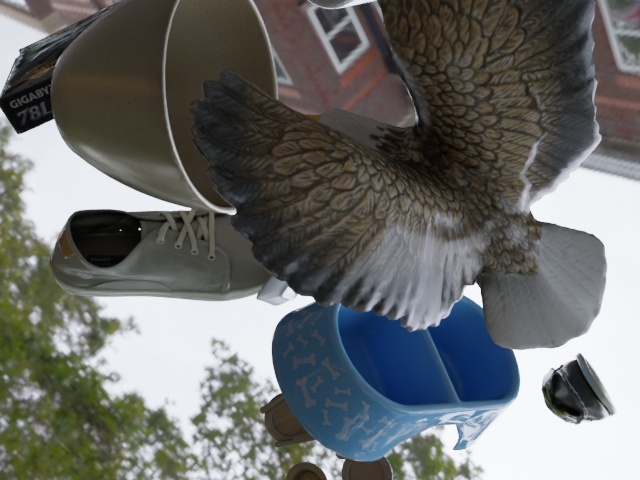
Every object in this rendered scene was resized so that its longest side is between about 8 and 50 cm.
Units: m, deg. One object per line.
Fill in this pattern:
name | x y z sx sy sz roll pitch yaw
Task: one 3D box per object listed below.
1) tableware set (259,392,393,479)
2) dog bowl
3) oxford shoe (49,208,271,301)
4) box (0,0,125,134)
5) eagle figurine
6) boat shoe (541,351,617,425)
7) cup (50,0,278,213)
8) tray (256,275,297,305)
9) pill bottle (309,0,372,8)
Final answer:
tableware set | 0.007 0.246 1.154 0.141 0.020 0.168 -20 -99 18
dog bowl | 0.088 0.122 0.957 0.074 0.297 0.165 -42 -123 35
oxford shoe | -0.226 0.009 1.619 0.450 0.130 0.169 -2 -130 -11
box | -0.381 -0.315 1.627 0.296 0.073 0.293 -23 -149 4
eagle figurine | 0.070 -0.053 0.634 0.225 0.298 0.226 -6 -108 13
boat shoe | 0.303 0.185 1.157 0.069 0.228 0.081 -28 -105 7
cup | -0.234 -0.203 1.367 0.237 0.331 0.331 1 -134 23
tray | 0.000 0.000 1.573 0.030 0.145 0.270 36 -91 14
pill bottle | 0.093 -0.428 1.395 0.152 0.152 0.272 9 -157 42
